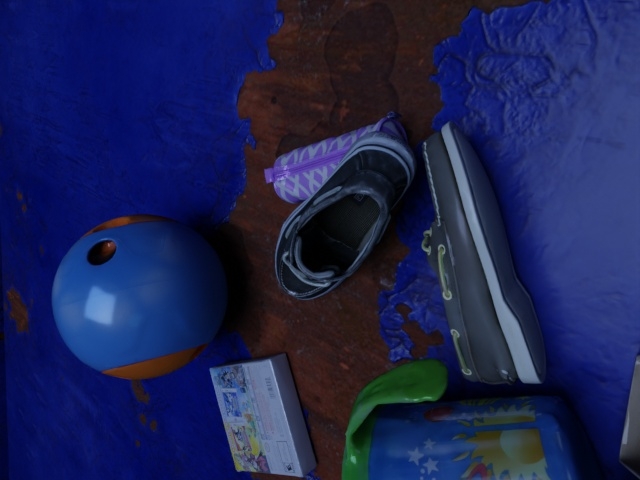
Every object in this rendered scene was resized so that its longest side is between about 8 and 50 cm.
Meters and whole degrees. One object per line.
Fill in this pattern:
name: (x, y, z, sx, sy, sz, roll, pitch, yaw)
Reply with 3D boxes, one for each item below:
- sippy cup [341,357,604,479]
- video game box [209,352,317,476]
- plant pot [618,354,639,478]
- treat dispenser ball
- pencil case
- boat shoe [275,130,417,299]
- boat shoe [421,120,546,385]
sippy cup: (0.177, 0.273, 0.503, 0.224, 0.306, 0.239, -26, 52, 28)
video game box: (-0.111, 0.320, 0.852, 0.187, 0.048, 0.205, -19, 84, 38)
plant pot: (0.339, 0.169, 0.406, 0.096, 0.109, 0.109, 13, 83, 21)
treat dispenser ball: (-0.310, 0.097, 0.823, 0.288, 0.288, 0.287, 8, 102, 39)
pencil case: (0.025, -0.104, 0.644, 0.206, 0.088, 0.086, -12, 90, 41)
boat shoe: (0.000, 0.000, 0.609, 0.121, 0.119, 0.335, 33, 140, 2)
boat shoe: (0.167, 0.019, 0.532, 0.091, 0.109, 0.304, -18, 89, 35)
